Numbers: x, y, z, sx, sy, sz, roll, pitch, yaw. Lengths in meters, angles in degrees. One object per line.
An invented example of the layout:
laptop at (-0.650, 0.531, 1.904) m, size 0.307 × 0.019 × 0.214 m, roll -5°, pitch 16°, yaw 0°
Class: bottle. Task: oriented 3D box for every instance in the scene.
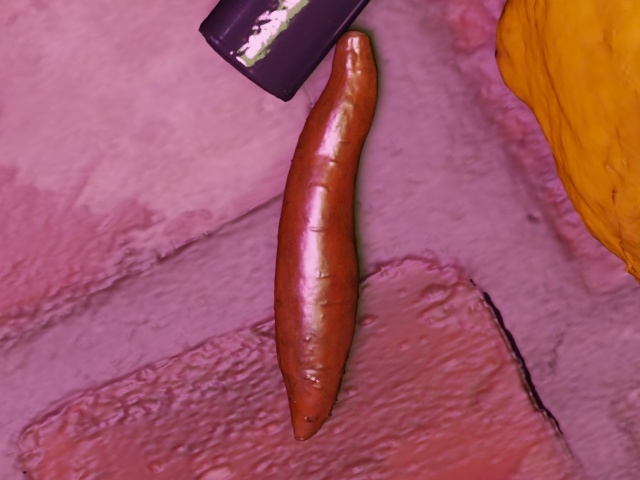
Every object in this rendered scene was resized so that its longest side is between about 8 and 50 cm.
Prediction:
bottle at (0.027, -0.198, 0.951) m, size 0.082 × 0.072 × 0.244 m, roll 38°, pitch 100°, yaw -19°

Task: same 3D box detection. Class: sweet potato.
sweet potato at (-0.001, 0.000, 1.009) m, size 0.057 × 0.057 × 0.264 m, roll 4°, pitch 102°, yaw -2°

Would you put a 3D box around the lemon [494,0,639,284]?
lemon at (0.284, -0.119, 0.838) m, size 0.387 × 0.350 × 0.350 m, roll -8°, pitch 104°, yaw 8°
